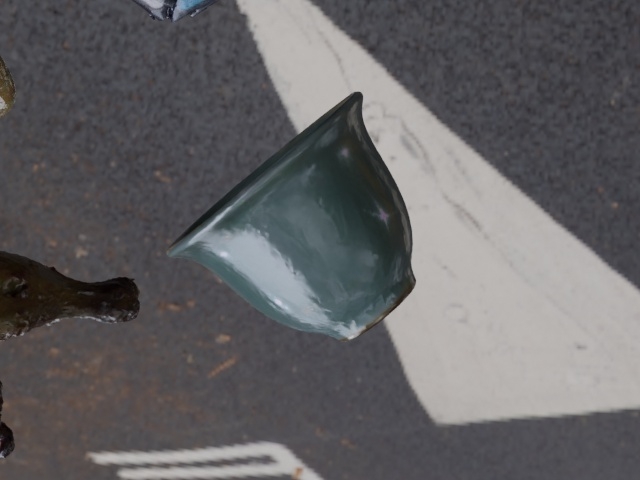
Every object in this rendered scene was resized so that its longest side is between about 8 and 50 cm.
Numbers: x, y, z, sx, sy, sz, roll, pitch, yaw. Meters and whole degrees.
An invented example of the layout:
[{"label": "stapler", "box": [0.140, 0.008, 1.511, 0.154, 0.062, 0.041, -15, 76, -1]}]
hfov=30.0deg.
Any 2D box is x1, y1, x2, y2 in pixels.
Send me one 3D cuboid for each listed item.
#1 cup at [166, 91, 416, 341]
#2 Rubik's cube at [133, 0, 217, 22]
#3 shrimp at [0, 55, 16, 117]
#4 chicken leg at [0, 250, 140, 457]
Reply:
[{"label": "cup", "box": [0.000, 0.000, 0.948, 0.150, 0.199, 0.199, 50, 136, -6]}, {"label": "Rubik's cube", "box": [-0.152, -0.459, 1.245, 0.305, 0.310, 0.307, -23, 153, 23]}, {"label": "shrimp", "box": [-0.448, -0.213, 1.300, 0.198, 0.051, 0.262, 1, 147, 4]}, {"label": "chicken leg", "box": [-0.318, 0.100, 1.115, 0.177, 0.322, 0.083, 43, 146, -4]}]
